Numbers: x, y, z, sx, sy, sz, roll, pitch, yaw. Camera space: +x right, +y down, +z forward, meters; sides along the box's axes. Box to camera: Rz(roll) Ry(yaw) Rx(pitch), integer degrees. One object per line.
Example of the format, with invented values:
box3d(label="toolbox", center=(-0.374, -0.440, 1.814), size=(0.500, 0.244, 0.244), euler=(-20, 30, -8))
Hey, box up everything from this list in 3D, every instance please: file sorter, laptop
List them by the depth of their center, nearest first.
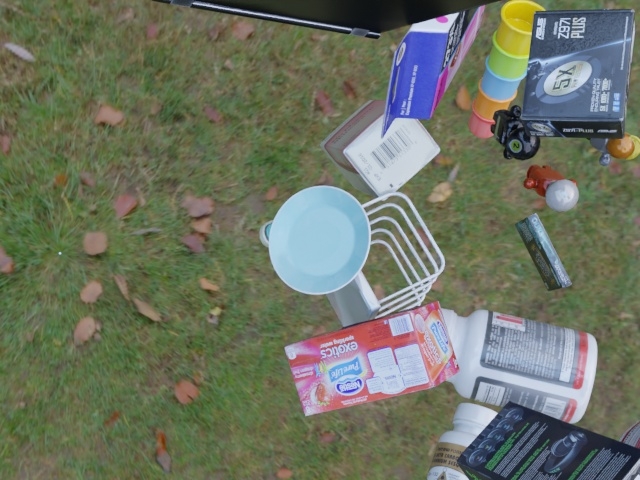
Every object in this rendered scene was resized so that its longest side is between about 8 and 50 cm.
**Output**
box3d(label="laptop", center=(-0.027, -0.417, 1.121), size=(0.382, 0.236, 0.408), euler=(0, 57, -37))
box3d(label="file sorter", center=(0.108, 0.054, 1.592), size=(0.173, 0.277, 0.193), euler=(-25, 73, -12))

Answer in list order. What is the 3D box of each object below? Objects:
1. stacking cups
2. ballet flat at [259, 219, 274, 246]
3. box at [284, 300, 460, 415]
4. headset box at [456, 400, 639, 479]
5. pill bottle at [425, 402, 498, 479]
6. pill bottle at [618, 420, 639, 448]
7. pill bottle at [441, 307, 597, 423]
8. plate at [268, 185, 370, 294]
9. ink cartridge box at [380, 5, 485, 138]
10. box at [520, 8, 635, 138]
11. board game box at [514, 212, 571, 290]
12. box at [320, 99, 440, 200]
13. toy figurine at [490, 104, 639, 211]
box3d(label="stacking cups", center=(0.356, -0.329, 1.658), size=(0.096, 0.316, 0.096), euler=(5, 57, -7))
box3d(label="ballet flat", center=(-0.019, -0.022, 1.844), size=(0.248, 0.086, 0.086), euler=(-6, 91, -18))
box3d(label="box", center=(0.085, 0.199, 1.398), size=(0.123, 0.257, 0.128), euler=(-9, 80, -59))
box3d(label="headset box", center=(0.358, 0.377, 1.158), size=(0.131, 0.283, 0.246), euler=(-43, 112, -17))
box3d(label="pill bottle", center=(0.292, 0.453, 1.675), size=(0.131, 0.131, 0.229), euler=(29, 67, -15))
box3d(label="pill bottle", center=(0.634, 0.402, 1.401), size=(0.229, 0.407, 0.229), euler=(0, 75, 0))
box3d(label="pill bottle", center=(0.424, 0.274, 1.897), size=(0.363, 0.210, 0.210), euler=(13, 85, 9))
box3d(label="plate", center=(0.000, 0.000, 1.415), size=(0.188, 0.024, 0.188), euler=(-4, 80, 22))
box3d(label="ink cartridge box", center=(0.200, -0.334, 1.379), size=(0.069, 0.175, 0.371), euler=(22, 51, 14))
box3d(label="box", center=(0.392, -0.252, 1.263), size=(0.147, 0.077, 0.180), euler=(6, 78, 23))
box3d(label="board game box", center=(0.532, 0.030, 1.993), size=(0.026, 0.126, 0.186), euler=(-25, 85, -4))
box3d(label="box", center=(0.109, -0.182, 1.620), size=(0.148, 0.232, 0.127), euler=(-42, 105, -2))
box3d(label="toy figurine", center=(0.433, -0.182, 1.480), size=(0.209, 0.148, 0.213), euler=(-37, 114, 10))
